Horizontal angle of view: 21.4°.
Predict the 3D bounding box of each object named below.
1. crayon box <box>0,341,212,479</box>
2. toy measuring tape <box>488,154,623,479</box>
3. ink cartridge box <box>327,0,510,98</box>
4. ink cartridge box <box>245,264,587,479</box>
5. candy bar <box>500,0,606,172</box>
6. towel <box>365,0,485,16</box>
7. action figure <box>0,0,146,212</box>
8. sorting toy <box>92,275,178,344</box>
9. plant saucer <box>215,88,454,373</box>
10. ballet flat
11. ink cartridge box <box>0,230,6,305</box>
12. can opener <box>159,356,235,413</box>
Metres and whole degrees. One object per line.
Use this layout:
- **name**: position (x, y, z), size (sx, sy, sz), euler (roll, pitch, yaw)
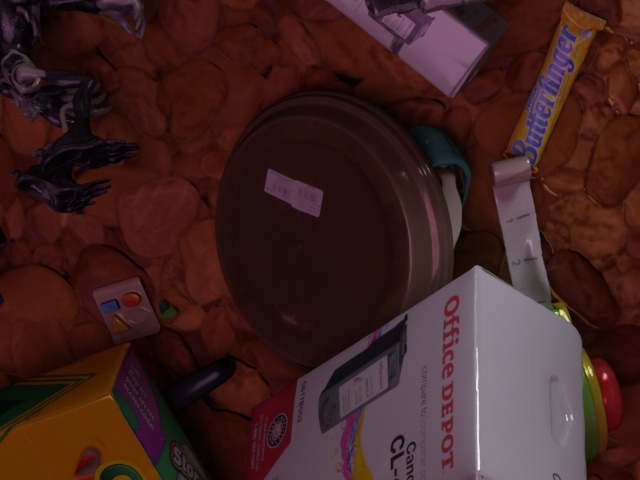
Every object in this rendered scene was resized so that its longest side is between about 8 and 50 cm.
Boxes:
- **crayon box**: position (-0.249, 0.317, 1.719), size (0.313, 0.106, 0.363), euler (-20, 114, 19)
- **toy measuring tape**: position (0.206, 0.092, 1.531), size (0.121, 0.121, 0.330), euler (-4, 110, 19)
- **ink cartridge box**: position (0.085, -0.202, 1.485), size (0.150, 0.109, 0.063), euler (39, 113, 3)
- **ink cartridge box**: position (0.072, 0.195, 1.456), size (0.131, 0.226, 0.306), euler (30, 133, -27)
- **candy bar**: position (0.206, -0.133, 1.519), size (0.040, 0.018, 0.161), euler (25, 113, 9)
- **towel**: position (0.140, -0.316, 1.375), size (0.283, 0.121, 0.235), euler (-12, 101, -8)
- **action figure**: position (-0.244, -0.165, 1.590), size (0.164, 0.141, 0.276), euler (-57, 44, 50)
- **sorting toy**: position (-0.186, 0.068, 1.717), size (0.083, 0.012, 0.062), euler (-16, 102, 23)
- **plant saucer**: position (0.000, 0.000, 1.564), size (0.278, 0.041, 0.278), euler (10, 105, 39)
- **ballet flat**: position (0.085, 0.019, 1.563), size (0.083, 0.087, 0.247), euler (0, 112, -24)
- **ink cartridge box**: position (-0.391, 0.000, 1.656), size (0.045, 0.206, 0.208), euler (-18, 102, 26)
- **can opener**: position (-0.167, 0.168, 1.718), size (0.186, 0.059, 0.073), euler (-27, 97, 24)
